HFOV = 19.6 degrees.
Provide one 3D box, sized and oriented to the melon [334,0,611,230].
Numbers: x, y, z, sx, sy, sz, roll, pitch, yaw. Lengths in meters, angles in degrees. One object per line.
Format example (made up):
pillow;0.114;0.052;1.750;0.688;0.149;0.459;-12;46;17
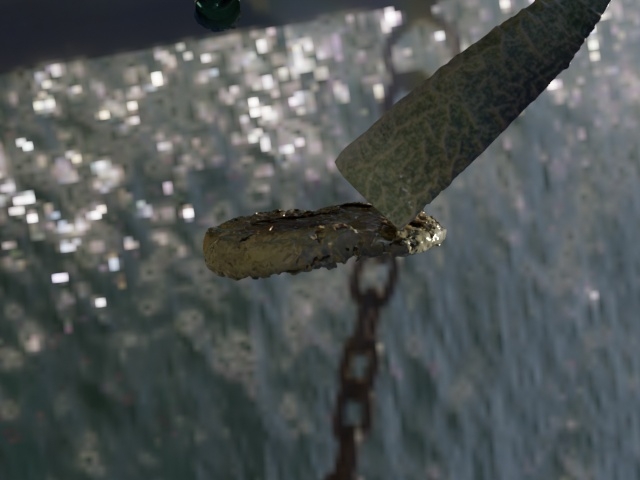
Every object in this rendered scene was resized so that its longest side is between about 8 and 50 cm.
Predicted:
melon;0.092;-0.087;1.021;0.054;0.182;0.098;48;19;-4

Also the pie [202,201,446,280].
pie;0.000;0.000;1.968;0.274;0.274;0.055;-22;108;-64

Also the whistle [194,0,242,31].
whistle;-0.085;-0.215;1.475;0.186;0.039;0.039;-102;173;-63
